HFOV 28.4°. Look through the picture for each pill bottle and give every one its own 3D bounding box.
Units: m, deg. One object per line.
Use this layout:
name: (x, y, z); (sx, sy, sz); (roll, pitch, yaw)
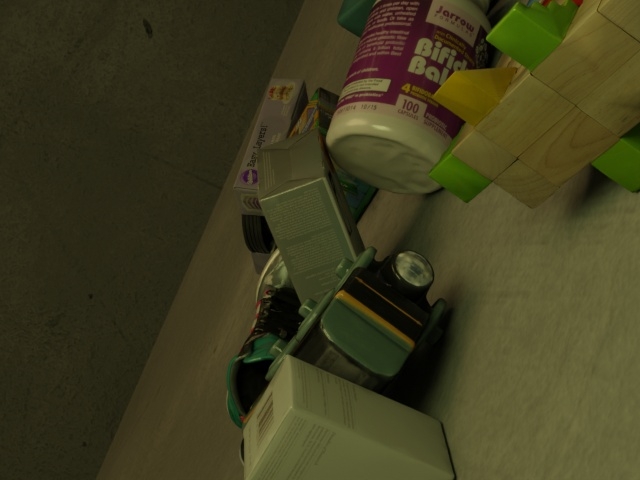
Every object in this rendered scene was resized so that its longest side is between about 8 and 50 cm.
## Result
pill bottle: (0.128, -0.225, 1.645); (0.169, 0.169, 0.301); (-37, 32, 64)

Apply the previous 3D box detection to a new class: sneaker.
sneaker: (-0.060, 0.140, 1.810); (0.178, 0.124, 0.295); (-162, 89, -82)

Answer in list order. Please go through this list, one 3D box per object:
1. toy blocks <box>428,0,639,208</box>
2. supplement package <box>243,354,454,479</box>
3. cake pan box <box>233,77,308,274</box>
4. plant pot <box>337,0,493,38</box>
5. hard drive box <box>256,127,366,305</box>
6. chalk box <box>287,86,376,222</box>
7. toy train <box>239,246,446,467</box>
toy blocks: (0.267, -0.206, 1.125); (0.261, 0.191, 0.381); (-60, 8, -33)
supplement package: (0.025, 0.209, 1.239); (0.105, 0.179, 0.105); (-61, 14, 19)
cake pan box: (-0.069, -0.102, 2.176); (0.245, 0.070, 0.266); (76, -156, -52)
plant pot: (0.169, -0.385, 1.818); (0.234, 0.166, 0.165); (-33, 34, 54)
hard drive box: (0.000, 0.000, 1.608); (0.089, 0.232, 0.181); (-19, 25, 6)
chalk box: (0.022, -0.118, 1.949); (0.132, 0.132, 0.213); (-58, 14, 26)
toy train: (0.012, 0.145, 1.412); (0.334, 0.142, 0.190); (-53, -2, 43)
